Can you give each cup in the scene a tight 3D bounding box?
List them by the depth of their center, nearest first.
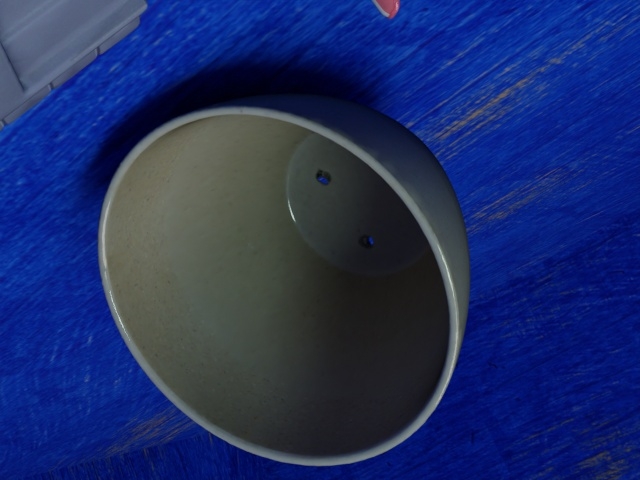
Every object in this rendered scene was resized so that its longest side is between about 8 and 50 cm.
[{"bbox_3d":[0.000,0.000,0.938,0.331,0.331,0.237,-34,-173,34],"label":"cup"}]

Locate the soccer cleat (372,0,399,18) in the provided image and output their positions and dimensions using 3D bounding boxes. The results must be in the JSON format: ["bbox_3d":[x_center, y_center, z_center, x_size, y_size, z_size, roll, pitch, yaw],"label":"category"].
[{"bbox_3d":[0.131,-0.227,0.649,0.248,0.095,0.083,-21,-171,6],"label":"soccer cleat"}]

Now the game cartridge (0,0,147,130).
[{"bbox_3d":[-0.180,-0.095,0.468,0.230,0.068,0.355,-45,-176,-10],"label":"game cartridge"}]
